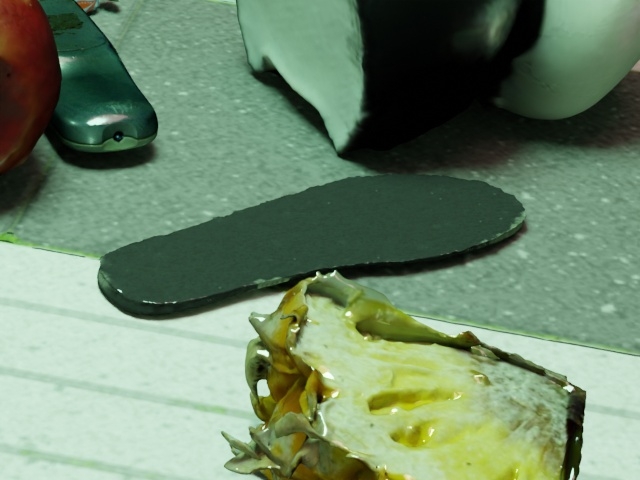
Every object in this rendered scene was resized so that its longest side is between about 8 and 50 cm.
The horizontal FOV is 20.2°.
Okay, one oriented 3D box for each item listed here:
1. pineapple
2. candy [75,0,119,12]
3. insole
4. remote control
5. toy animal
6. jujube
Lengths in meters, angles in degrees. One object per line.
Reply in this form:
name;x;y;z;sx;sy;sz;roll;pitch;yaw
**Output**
pineapple;0.057;0.119;0.931;0.186;0.114;0.236;-18;50;-35
candy;-0.197;-0.188;1.422;0.083;0.020;0.030;-15;36;-30
insole;0.000;0.000;1.174;0.309;0.012;0.110;-15;39;-31
remote control;-0.179;-0.125;1.304;0.072;0.042;0.222;-10;36;-22
toy animal;0.116;-0.202;1.328;0.310;0.251;0.251;-20;41;-26
jujube;-0.254;-0.128;1.204;0.155;0.155;0.230;1;23;-11
